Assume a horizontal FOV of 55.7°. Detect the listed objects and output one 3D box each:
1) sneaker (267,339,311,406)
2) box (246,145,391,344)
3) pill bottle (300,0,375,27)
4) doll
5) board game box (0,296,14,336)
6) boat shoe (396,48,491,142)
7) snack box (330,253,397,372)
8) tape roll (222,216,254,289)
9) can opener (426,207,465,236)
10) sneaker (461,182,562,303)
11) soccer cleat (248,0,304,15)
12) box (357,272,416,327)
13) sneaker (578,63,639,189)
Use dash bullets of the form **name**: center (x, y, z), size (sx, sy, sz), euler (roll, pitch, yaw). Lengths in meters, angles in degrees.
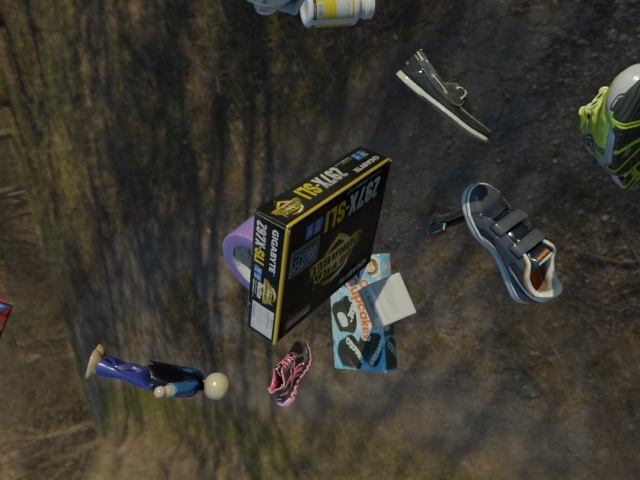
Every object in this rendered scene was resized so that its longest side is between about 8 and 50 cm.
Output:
- **sneaker**: center (-0.056, 0.223, 1.049), size (0.047, 0.119, 0.057), euler (-3, 146, 40)
- **box**: center (0.000, 0.000, 1.109), size (0.079, 0.322, 0.257), euler (26, 129, 25)
- **pill bottle**: center (0.044, -0.616, 1.591), size (0.103, 0.184, 0.103), euler (172, 90, -75)
- **doll**: center (-0.217, 0.187, 0.826), size (0.129, 0.189, 0.046), euler (-177, 102, -78)
- **board game box**: center (-0.838, 0.161, 1.339), size (0.027, 0.281, 0.145), euler (0, 69, 38)
- **boat shoe**: center (0.264, -0.289, 1.231), size (0.233, 0.079, 0.084), euler (42, -170, 0)
- **snack box**: center (0.116, 0.201, 1.705), size (0.187, 0.060, 0.322), euler (-5, 87, 42)
- **tape roll**: center (-0.134, 0.042, 1.423), size (0.189, 0.080, 0.189), euler (28, 140, 27)
- **can opener**: center (0.393, -0.062, 1.771), size (0.186, 0.059, 0.073), euler (-24, 57, 39)
- **sneaker**: center (0.453, 0.000, 1.400), size (0.321, 0.126, 0.127), euler (57, 158, -8)
- **soccer cleat**: center (-0.107, -0.488, 1.103), size (0.116, 0.331, 0.143), euler (31, 112, 20)
- **box**: center (0.152, 0.141, 1.409), size (0.102, 0.087, 0.101), euler (132, 116, -75)
- **sneaker**: center (0.498, -0.196, 1.027), size (0.147, 0.145, 0.384), euler (52, -169, 25)
